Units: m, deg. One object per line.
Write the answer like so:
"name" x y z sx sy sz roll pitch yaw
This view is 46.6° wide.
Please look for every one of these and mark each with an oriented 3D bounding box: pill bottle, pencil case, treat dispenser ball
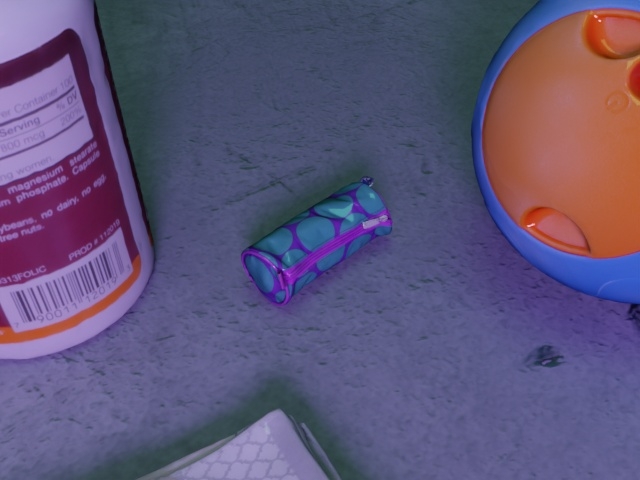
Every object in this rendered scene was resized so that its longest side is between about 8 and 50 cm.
"pill bottle" -0.279 -0.108 0.600 0.224 0.392 0.224 -2 41 1
"pencil case" 0.000 0.000 0.709 0.152 0.064 0.070 -34 25 -29
"treat dispenser ball" 0.274 -0.089 0.626 0.288 0.288 0.288 -2 42 1

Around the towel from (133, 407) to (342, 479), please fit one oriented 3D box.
"towel" -0.081 0.262 0.403 0.317 0.053 0.332 -22 38 -20
